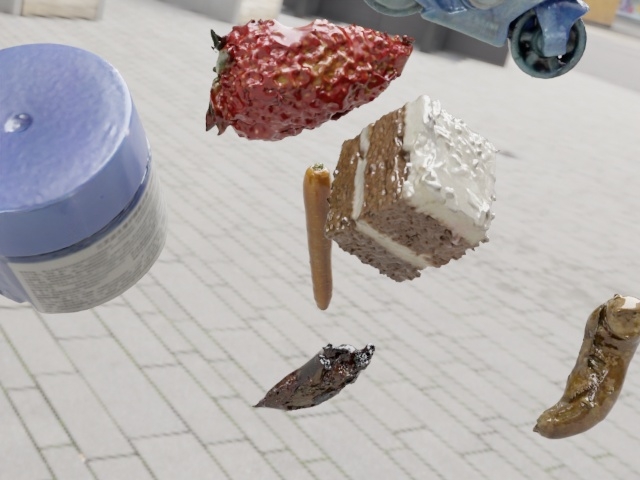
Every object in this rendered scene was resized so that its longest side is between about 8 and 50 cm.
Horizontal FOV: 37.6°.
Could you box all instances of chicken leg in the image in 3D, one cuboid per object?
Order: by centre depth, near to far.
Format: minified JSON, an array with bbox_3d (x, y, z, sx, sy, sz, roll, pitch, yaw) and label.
[{"bbox_3d":[-0.005,0.230,1.569,0.105,0.234,0.063,28,38,-34],"label":"chicken leg"}]

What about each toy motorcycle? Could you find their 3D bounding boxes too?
[{"bbox_3d":[0.206,-0.343,1.116,0.319,0.241,0.182,20,45,-9],"label":"toy motorcycle"}]

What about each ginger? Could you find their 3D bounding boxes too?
[{"bbox_3d":[0.507,0.233,1.721,0.107,0.309,0.133,28,18,26],"label":"ginger"}]

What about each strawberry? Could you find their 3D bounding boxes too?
[{"bbox_3d":[-0.012,-0.167,1.060,0.228,0.097,0.174,-3,-20,-12],"label":"strawberry"}]

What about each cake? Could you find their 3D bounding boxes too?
[{"bbox_3d":[0.098,-0.051,0.967,0.135,0.147,0.135,32,51,-35],"label":"cake"}]

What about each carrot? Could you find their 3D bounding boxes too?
[{"bbox_3d":[0.000,0.000,1.357,0.043,0.247,0.043,-2,32,1],"label":"carrot"}]

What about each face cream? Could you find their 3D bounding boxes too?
[{"bbox_3d":[-0.315,-0.065,1.093,0.249,0.225,0.248,-2,54,3],"label":"face cream"}]
